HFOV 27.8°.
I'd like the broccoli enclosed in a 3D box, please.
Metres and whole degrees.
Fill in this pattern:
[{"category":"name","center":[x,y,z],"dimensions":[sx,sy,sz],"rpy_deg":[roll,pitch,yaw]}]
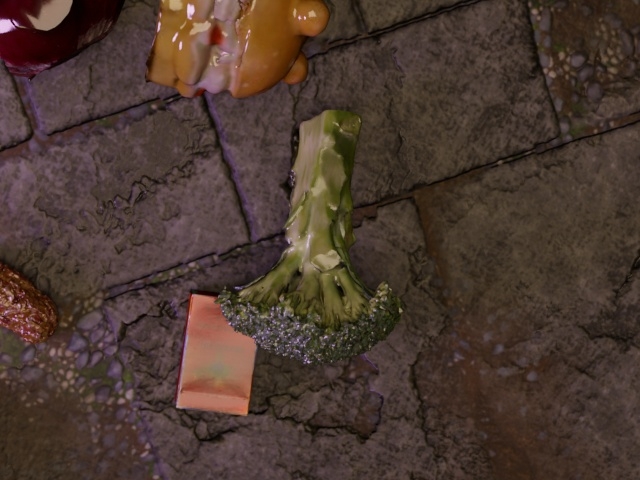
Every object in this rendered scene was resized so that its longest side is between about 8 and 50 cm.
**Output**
[{"category":"broccoli","center":[0.023,0.005,1.860],"dimensions":[0.252,0.221,0.361],"rpy_deg":[25,78,-5]}]

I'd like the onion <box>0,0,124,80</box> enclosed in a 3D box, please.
[{"category":"onion","center":[-0.363,-0.350,1.743],"dimensions":[0.207,0.206,0.216],"rpy_deg":[-25,100,-4]}]

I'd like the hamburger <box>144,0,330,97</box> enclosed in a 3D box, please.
[{"category":"hamburger","center":[-0.111,-0.321,1.756],"dimensions":[0.237,0.276,0.276],"rpy_deg":[11,96,-6]}]

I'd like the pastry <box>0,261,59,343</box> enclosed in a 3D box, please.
[{"category":"pastry","center":[-0.451,0.085,1.858],"dimensions":[0.169,0.063,0.087],"rpy_deg":[35,94,-11]}]

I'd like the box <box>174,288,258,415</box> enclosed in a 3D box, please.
[{"category":"box","center":[-0.149,0.166,1.914],"dimensions":[0.112,0.048,0.175],"rpy_deg":[9,95,-10]}]
